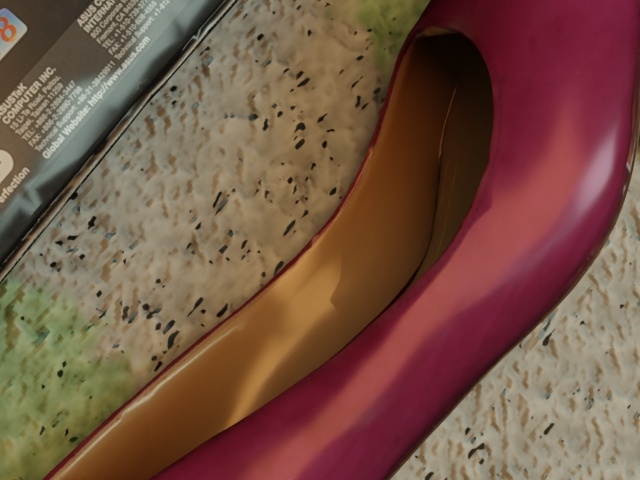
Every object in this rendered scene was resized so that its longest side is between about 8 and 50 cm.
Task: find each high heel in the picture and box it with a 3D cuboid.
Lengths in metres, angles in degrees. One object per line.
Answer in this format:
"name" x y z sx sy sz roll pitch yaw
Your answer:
"high heel" 0.000 0.000 0.489 0.181 0.127 0.377 20 78 -22

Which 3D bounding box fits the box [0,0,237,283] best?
"box" -0.143 -0.195 0.459 0.318 0.097 0.395 41 71 -14
